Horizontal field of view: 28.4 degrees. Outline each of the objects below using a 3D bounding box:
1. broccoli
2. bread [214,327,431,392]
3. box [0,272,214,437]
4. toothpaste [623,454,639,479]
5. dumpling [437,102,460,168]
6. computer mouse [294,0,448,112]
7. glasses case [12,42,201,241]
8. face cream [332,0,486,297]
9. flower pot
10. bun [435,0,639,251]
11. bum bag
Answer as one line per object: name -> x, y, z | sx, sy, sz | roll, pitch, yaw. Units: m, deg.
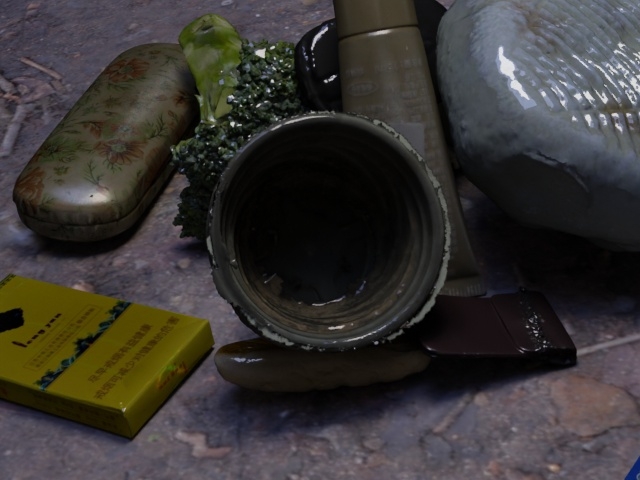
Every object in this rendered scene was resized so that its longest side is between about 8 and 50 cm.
broccoli -> -0.072, -0.172, 1.525 | 0.252, 0.221, 0.361 | -36, 41, 29
bread -> 0.005, 0.118, 1.233 | 0.214, 0.053, 0.073 | -5, 20, 1
box -> -0.266, 0.112, 1.323 | 0.279, 0.041, 0.153 | 10, 39, 29
toothpaste -> 0.279, 0.209, 1.022 | 0.066, 0.053, 0.272 | 15, 40, 33
dumpling -> 0.123, -0.157, 1.577 | 0.151, 0.124, 0.229 | 17, 29, -28
computer mouse -> 0.089, -0.205, 1.421 | 0.269, 0.138, 0.086 | -30, 3, -43
glasses case -> -0.253, -0.138, 1.643 | 0.156, 0.098, 0.425 | 7, 36, 13
face cream -> 0.078, -0.099, 1.315 | 0.137, 0.341, 0.084 | -10, 4, -1
flower pot -> 0.000, 0.000, 1.226 | 0.235, 0.236, 0.140 | -17, -7, -11
bun -> 0.263, -0.131, 1.327 | 0.354, 0.194, 0.354 | 13, 47, -15
bum bag -> 0.163, 0.081, 1.233 | 0.159, 0.026, 0.109 | 3, 31, -16
